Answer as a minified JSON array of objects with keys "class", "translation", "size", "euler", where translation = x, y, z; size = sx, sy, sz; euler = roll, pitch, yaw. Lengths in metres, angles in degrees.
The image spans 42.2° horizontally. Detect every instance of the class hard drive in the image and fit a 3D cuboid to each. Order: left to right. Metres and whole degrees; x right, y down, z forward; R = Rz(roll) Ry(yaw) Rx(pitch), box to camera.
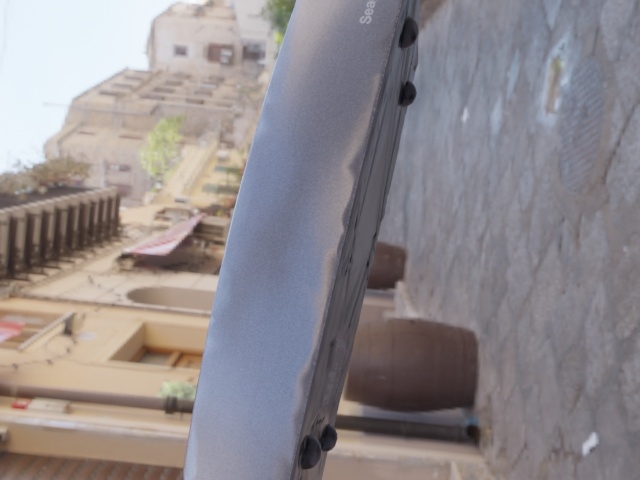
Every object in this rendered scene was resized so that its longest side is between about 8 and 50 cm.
[{"class":"hard drive","translation":[0.000,0.000,0.399],"size":[0.172,0.054,0.255],"euler":[56,-133,-79]}]
